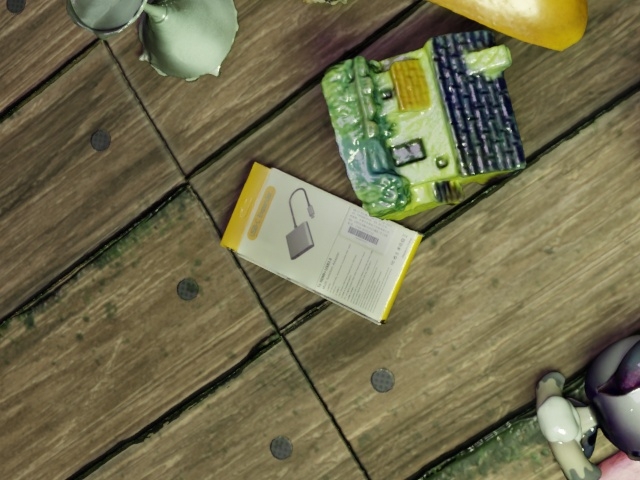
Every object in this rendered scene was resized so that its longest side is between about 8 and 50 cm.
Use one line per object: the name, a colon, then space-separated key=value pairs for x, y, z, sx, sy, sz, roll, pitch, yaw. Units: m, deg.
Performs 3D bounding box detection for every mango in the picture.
mango: x=0.176 y=-0.354 z=1.520 sx=0.350 sy=0.201 sz=0.199 roll=38 pitch=133 yaw=11

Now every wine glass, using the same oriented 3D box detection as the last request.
wine glass: x=-0.218 y=-0.298 z=1.634 sx=0.156 sy=0.232 sz=0.156 roll=-1 pitch=86 yaw=20

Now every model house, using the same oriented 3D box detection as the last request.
model house: x=0.139 y=-0.141 z=1.530 sx=0.212 sy=0.170 sz=0.193 roll=-17 pitch=80 yaw=18

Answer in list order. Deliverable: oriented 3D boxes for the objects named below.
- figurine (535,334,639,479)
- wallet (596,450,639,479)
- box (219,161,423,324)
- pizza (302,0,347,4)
figurine: x=0.351 y=0.172 z=1.457 sx=0.222 sy=0.145 sz=0.145 roll=-29 pitch=78 yaw=18
wallet: x=0.394 y=0.293 z=1.492 sx=0.232 sy=0.025 sz=0.119 roll=-35 pitch=76 yaw=14
box: x=0.000 y=0.000 z=1.646 sx=0.247 sy=0.033 sz=0.129 roll=26 pitch=97 yaw=19
pizza: x=-0.028 y=-0.369 z=1.664 sx=0.185 sy=0.052 sz=0.195 roll=-47 pitch=69 yaw=5
